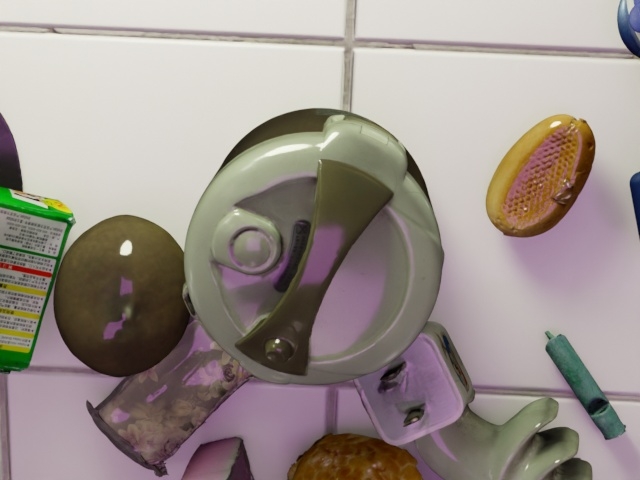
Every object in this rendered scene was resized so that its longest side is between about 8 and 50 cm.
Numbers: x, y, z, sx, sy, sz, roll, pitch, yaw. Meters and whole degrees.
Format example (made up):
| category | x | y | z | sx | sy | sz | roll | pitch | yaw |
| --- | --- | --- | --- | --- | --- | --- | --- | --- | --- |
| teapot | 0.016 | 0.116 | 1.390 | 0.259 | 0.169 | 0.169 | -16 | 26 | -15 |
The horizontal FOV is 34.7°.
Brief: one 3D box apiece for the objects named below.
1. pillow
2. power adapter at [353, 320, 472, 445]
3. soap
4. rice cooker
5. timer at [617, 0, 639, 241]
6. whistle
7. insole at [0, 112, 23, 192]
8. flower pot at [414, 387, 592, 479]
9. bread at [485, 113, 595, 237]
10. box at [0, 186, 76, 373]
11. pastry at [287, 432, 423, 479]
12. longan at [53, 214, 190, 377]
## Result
| category | x | y | z | sx | sy | sz | roll | pitch | yaw |
| --- | --- | --- | --- | --- | --- | --- | --- | --- | --- |
| pillow | -0.212 | 0.221 | 1.509 | 0.255 | 0.059 | 0.169 | -43 | 99 | 10 |
| power adapter | 0.118 | 0.191 | 1.342 | 0.125 | 0.205 | 0.130 | -26 | 87 | 13 |
| soap | -0.126 | 0.439 | 1.491 | 0.081 | 0.181 | 0.259 | -13 | 100 | 6 |
| rice cooker | 0.000 | 0.000 | 1.302 | 0.335 | 0.325 | 0.335 | 1 | 105 | 2 |
| timer | 0.491 | -0.175 | 1.305 | 0.270 | 0.270 | 0.384 | -19 | 88 | 7 |
| whistle | 0.384 | 0.209 | 1.495 | 0.039 | 0.039 | 0.186 | -33 | 101 | 10 |
| insole | -0.514 | -0.187 | 1.433 | 0.119 | 0.009 | 0.348 | -22 | 104 | 6 |
| flower pot | 0.267 | 0.396 | 1.485 | 0.254 | 0.164 | 0.368 | 2 | 101 | 15 |
| bread | 0.303 | -0.088 | 1.399 | 0.114 | 0.077 | 0.189 | 37 | 105 | 13 |
| box | -0.451 | 0.049 | 1.391 | 0.180 | 0.103 | 0.250 | 17 | 91 | -42 |
| pastry | 0.036 | 0.411 | 1.454 | 0.256 | 0.170 | 0.237 | 14 | 109 | 43 |
| longan | -0.268 | 0.076 | 1.397 | 0.196 | 0.196 | 0.220 | 1 | 82 | 2 |
